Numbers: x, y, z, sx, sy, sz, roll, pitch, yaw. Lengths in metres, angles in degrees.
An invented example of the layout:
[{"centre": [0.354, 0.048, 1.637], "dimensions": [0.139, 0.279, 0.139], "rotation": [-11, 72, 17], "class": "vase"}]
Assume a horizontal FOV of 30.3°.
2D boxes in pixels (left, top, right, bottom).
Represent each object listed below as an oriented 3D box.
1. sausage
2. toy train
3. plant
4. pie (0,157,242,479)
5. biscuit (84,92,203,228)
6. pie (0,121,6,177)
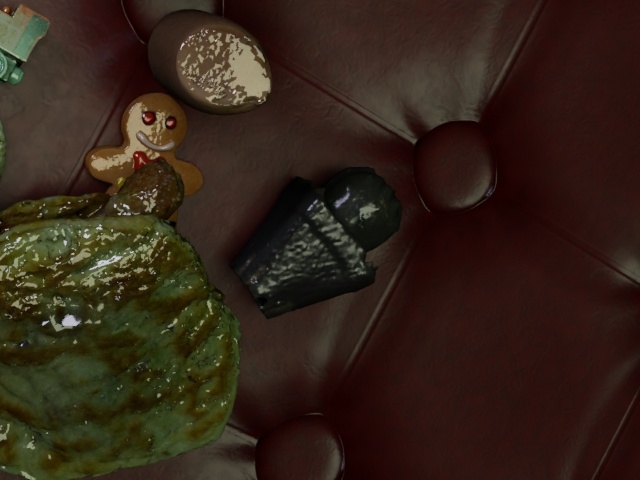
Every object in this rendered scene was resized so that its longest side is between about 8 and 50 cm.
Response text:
[{"centre": [-0.143, -0.228, 1.506], "dimensions": [0.123, 0.253, 0.123], "rotation": [-4, 104, -17], "class": "sausage"}, {"centre": [-0.442, -0.270, 1.486], "dimensions": [0.176, 0.074, 0.118], "rotation": [31, 77, -18], "class": "toy train"}, {"centre": [0.000, 0.000, 1.657], "dimensions": [0.256, 0.142, 0.164], "rotation": [-39, 109, -7], "class": "plant"}, {"centre": [-0.297, 0.139, 1.539], "dimensions": [0.395, 0.180, 0.418], "rotation": [-18, 118, -11], "class": "pie"}, {"centre": [-0.240, -0.078, 1.609], "dimensions": [0.165, 0.036, 0.250], "rotation": [12, 94, -23], "class": "biscuit"}, {"centre": [-0.492, -0.110, 1.504], "dimensions": [0.187, 0.041, 0.187], "rotation": [-4, 100, -21], "class": "pie"}]
